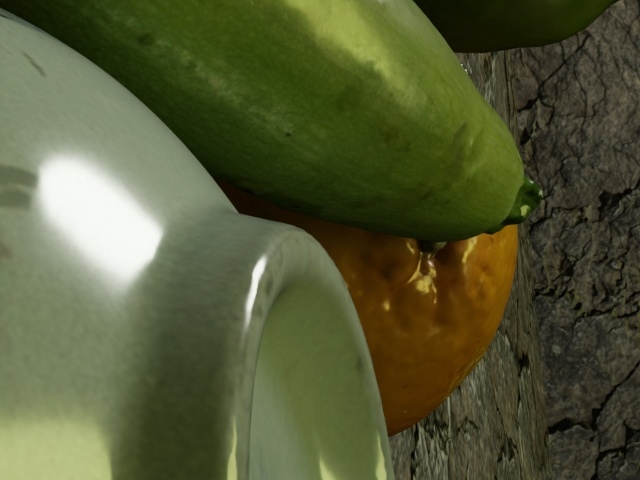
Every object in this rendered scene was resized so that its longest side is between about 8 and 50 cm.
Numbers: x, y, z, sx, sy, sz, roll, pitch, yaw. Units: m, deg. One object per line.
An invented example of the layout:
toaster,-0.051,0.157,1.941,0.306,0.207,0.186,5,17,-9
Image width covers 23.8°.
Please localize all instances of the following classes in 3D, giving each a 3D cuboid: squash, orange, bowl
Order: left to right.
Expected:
bowl,-0.088,0.096,0.444,0.435,0.196,0.435,-7,90,-77
squash,-0.029,-0.079,0.596,0.370,0.118,0.118,36,44,-39
orange,-0.001,-0.001,0.797,0.219,0.193,0.219,15,57,-25

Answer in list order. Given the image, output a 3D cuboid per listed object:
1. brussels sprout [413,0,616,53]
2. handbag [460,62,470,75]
brussels sprout,0.049,-0.245,0.781,0.242,0.273,0.317,-49,-134,50
handbag,0.053,-0.295,1.068,0.275,0.178,0.302,34,48,-33
